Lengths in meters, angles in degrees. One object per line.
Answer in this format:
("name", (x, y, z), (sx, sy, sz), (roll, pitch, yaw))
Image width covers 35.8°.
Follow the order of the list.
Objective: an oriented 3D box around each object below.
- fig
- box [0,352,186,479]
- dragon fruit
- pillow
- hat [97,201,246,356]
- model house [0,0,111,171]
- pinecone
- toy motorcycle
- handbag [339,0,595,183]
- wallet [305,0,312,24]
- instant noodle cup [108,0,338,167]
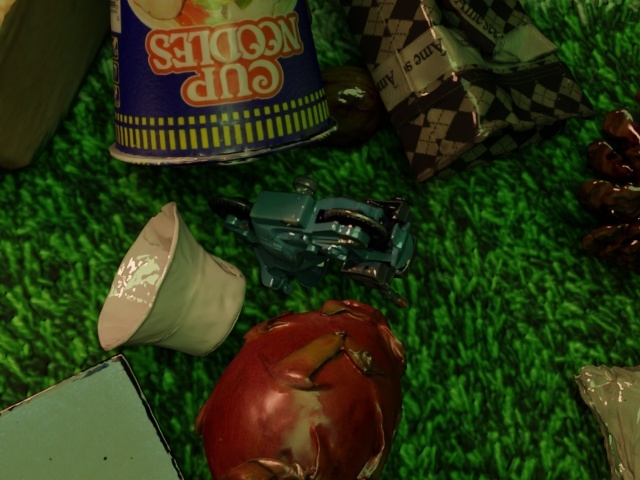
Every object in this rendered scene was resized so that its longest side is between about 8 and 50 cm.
("fig", (0.009, -0.182, 1.301), (0.154, 0.103, 0.109), (17, 98, 5))
("box", (-0.282, 0.312, 1.129), (0.261, 0.116, 0.279), (-26, 84, -13))
("dragon fruit", (-0.022, 0.209, 1.142), (0.250, 0.250, 0.315), (19, 80, -6))
("pillow", (0.493, 0.280, 1.273), (0.283, 0.138, 0.310), (-10, 78, -4))
("hat", (-0.169, 0.066, 1.188), (0.126, 0.203, 0.203), (30, 73, -22))
("model house", (-0.449, -0.319, 1.154), (0.342, 0.334, 0.382), (22, 80, 5))
("pinecone", (0.457, -0.077, 1.293), (0.244, 0.244, 0.309), (14, 61, -7))
("toy motorcycle", (0.000, 0.000, 1.203), (0.272, 0.182, 0.124), (8, 68, 37))
("handbag", (0.185, -0.301, 1.301), (0.316, 0.180, 0.416), (-13, 78, -41))
("wallet", (-0.101, -0.316, 1.347), (0.176, 0.026, 0.095), (-13, 83, -12))
("instant noodle cup", (-0.130, -0.267, 1.139), (0.284, 0.284, 0.313), (-10, 108, -12))
